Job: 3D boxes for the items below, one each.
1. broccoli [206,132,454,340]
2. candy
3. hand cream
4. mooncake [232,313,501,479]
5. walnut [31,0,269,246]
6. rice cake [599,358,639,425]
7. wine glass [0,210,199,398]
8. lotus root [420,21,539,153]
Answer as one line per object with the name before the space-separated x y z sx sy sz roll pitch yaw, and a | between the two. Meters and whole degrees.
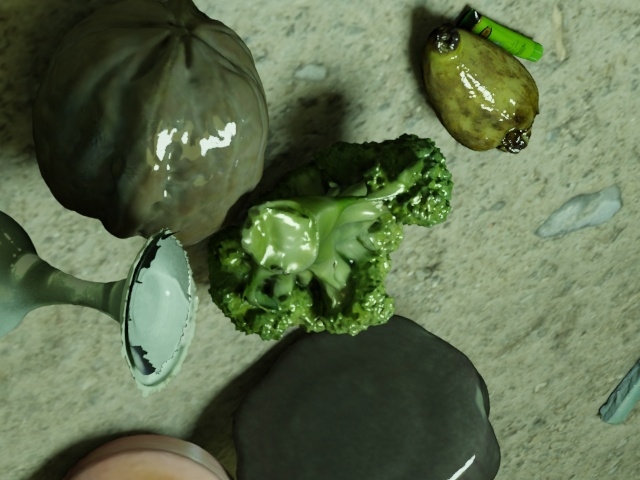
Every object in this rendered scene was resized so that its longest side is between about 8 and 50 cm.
broccoli | 0.024 0.005 1.396 0.254 0.302 0.186 -31 98 -17
candy | -0.196 0.352 1.607 0.255 0.094 0.255 -1 99 -4
hand cream | 0.193 -0.219 1.513 0.122 0.023 0.036 15 128 -39
mooncake | 0.058 0.241 1.639 0.306 0.306 0.154 -37 149 -1
walnut | -0.149 -0.102 1.243 0.224 0.224 0.224 -20 136 -20
rice cake | 0.479 0.204 2.103 0.042 0.030 0.180 17 114 -40
wine glass | -0.266 0.039 1.204 0.143 0.321 0.143 10 90 -71
lotus root | 0.159 -0.171 1.484 0.108 0.094 0.190 -44 129 1
